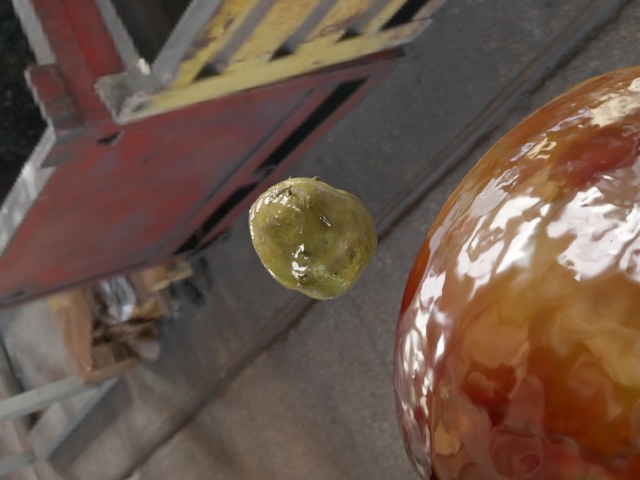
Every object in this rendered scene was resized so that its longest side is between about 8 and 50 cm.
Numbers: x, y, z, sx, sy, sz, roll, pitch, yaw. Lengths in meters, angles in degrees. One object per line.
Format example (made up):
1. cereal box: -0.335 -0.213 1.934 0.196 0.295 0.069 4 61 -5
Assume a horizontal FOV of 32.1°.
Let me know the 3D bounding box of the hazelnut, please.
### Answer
1. hazelnut: 0.265 0.102 0.709 0.429 0.402 0.402 35 131 36

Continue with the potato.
1. potato: 0.000 0.000 0.898 0.070 0.138 0.091 18 86 41
